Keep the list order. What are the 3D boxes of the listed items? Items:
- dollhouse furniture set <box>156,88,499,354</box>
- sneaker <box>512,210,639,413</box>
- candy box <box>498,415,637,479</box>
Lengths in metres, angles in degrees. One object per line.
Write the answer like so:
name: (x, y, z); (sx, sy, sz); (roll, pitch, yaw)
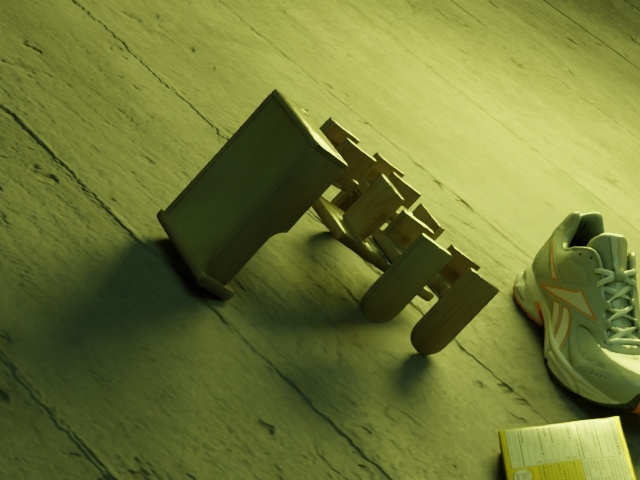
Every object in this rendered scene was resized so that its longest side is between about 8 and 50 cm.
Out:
dollhouse furniture set: (0.000, 0.000, 1.770); (0.242, 0.161, 0.212); (34, 13, -41)
sneaker: (0.267, 0.062, 1.861); (0.099, 0.121, 0.262); (12, 27, -25)
candy box: (0.205, 0.209, 1.561); (0.105, 0.027, 0.206); (-5, 26, 2)
